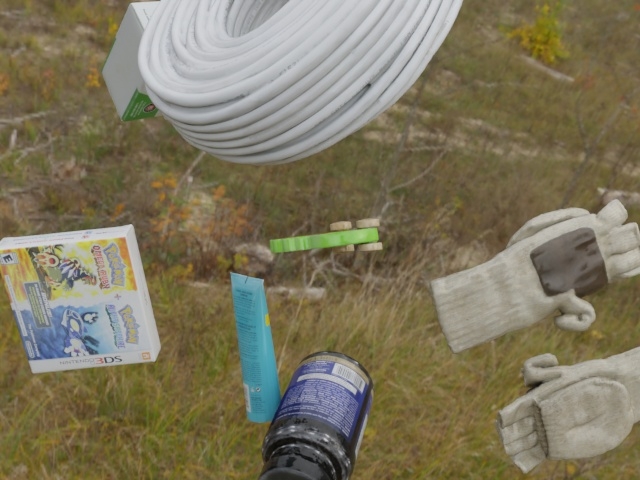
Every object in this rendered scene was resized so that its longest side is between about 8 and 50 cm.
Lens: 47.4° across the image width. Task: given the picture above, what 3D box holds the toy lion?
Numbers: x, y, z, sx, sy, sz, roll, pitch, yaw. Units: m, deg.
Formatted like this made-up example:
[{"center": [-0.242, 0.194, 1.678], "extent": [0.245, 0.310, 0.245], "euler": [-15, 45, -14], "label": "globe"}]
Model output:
[{"center": [0.000, 0.000, 0.739], "extent": [0.096, 0.034, 0.100], "euler": [-7, 1, -25], "label": "toy lion"}]

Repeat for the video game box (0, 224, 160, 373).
[{"center": [-0.340, 0.087, 1.036], "extent": [0.187, 0.205, 0.048], "euler": [-7, 24, 0], "label": "video game box"}]

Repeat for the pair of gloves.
[{"center": [0.230, 0.092, 0.687], "extent": [0.204, 0.240, 0.042], "euler": [-29, 14, 0], "label": "pair of gloves"}]

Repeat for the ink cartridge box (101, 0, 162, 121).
[{"center": [-0.168, -0.247, 0.985], "extent": [0.208, 0.153, 0.087], "euler": [-17, 76, -37], "label": "ink cartridge box"}]

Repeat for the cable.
[{"center": [-0.020, -0.175, 0.556], "extent": [0.089, 0.257, 0.257], "euler": [43, -3, -41], "label": "cable"}]

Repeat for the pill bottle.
[{"center": [-0.006, 0.256, 0.965], "extent": [0.122, 0.123, 0.219], "euler": [22, 32, 5], "label": "pill bottle"}]

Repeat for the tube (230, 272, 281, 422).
[{"center": [-0.091, 0.150, 1.021], "extent": [0.052, 0.207, 0.080], "euler": [-18, 16, -42], "label": "tube"}]
